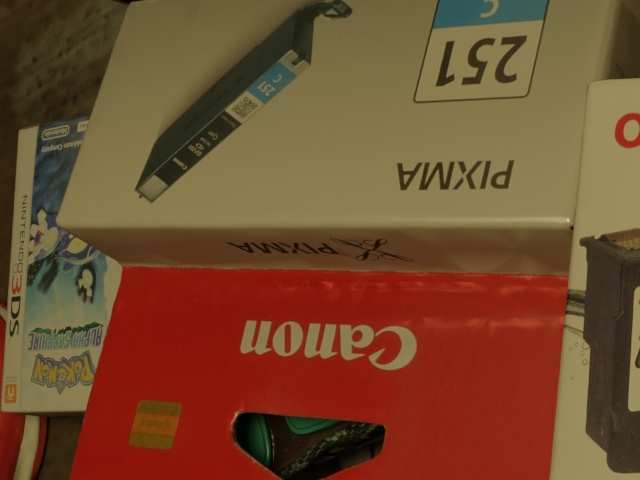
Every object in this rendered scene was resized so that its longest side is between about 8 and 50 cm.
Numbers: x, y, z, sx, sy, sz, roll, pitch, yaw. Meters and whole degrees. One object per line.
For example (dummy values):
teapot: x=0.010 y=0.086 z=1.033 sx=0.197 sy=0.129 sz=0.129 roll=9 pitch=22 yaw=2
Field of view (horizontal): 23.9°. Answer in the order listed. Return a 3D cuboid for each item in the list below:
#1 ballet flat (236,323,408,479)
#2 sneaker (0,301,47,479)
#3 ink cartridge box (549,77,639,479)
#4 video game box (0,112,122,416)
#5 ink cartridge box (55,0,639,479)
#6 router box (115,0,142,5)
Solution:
ballet flat: x=-0.011 y=0.094 z=0.778 sx=0.188 sy=0.070 sz=0.070 roll=-22 pitch=67 yaw=30
sneaker: x=-0.248 y=0.139 z=0.957 sx=0.087 sy=0.128 sz=0.221 roll=-23 pitch=67 yaw=39
ink cartridge box: x=0.186 y=0.055 z=0.577 sx=0.172 sy=0.100 sz=0.237 roll=1 pitch=82 yaw=43
video game box: x=-0.113 y=0.012 z=0.911 sx=0.205 sy=0.048 sz=0.187 roll=-7 pitch=79 yaw=43
ink cartridge box: x=0.000 y=0.000 z=0.721 sx=0.296 sy=0.066 sz=0.261 roll=0 pitch=66 yaw=35
router box: x=-0.072 y=-0.327 z=0.914 sx=0.309 sy=0.081 sz=0.243 roll=-52 pitch=51 yaw=23
